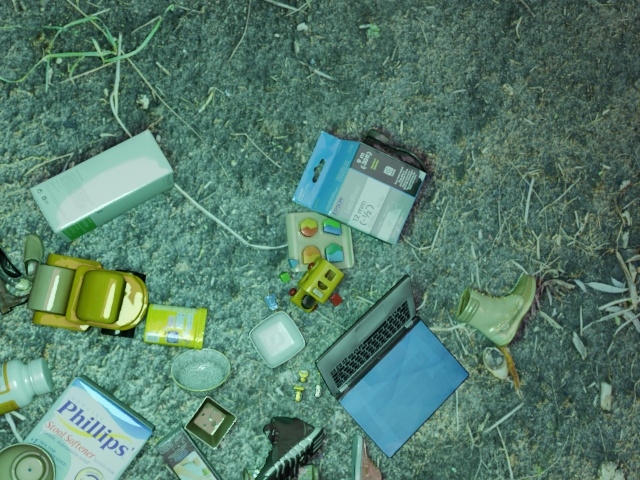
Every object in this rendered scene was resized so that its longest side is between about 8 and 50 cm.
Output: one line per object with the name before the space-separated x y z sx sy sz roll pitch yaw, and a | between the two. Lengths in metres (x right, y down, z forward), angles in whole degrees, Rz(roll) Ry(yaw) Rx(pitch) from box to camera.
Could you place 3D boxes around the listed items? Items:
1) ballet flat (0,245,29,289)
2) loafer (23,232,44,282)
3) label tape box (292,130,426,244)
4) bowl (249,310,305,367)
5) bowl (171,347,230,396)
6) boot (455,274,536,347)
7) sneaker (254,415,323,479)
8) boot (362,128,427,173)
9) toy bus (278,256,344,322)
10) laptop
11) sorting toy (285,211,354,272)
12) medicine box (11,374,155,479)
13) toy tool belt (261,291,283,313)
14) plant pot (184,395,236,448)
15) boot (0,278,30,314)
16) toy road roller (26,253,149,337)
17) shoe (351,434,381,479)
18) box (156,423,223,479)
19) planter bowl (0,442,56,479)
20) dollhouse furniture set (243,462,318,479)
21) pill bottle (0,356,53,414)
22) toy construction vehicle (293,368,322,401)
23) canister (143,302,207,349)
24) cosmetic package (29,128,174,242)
ballet flat | -0.903 0.075 1.831 0.173 0.057 0.049 46 111 2
loafer | -0.836 0.049 1.855 0.056 0.050 0.147 -8 82 -13
label tape box | 0.120 -0.166 1.996 0.348 0.115 0.249 24 90 -9
bowl | -0.135 0.302 1.951 0.142 0.053 0.142 -33 88 -14
bowl | -0.350 0.402 1.863 0.170 0.080 0.170 4 35 -3
boot | 0.576 0.191 2.093 0.204 0.095 0.261 31 80 -4
sneaker | -0.131 0.607 1.839 0.163 0.106 0.281 24 32 30
boot | 0.195 -0.217 2.099 0.263 0.091 0.229 32 81 0
toy bus | -0.017 0.150 1.955 0.191 0.104 0.202 -10 96 -16
laptop | 0.232 0.387 1.923 0.382 0.407 0.236 -42 57 -15
sorting toy | 0.000 0.000 2.037 0.209 0.038 0.192 -4 81 -12
medicine box | -0.651 0.563 1.754 0.264 0.149 0.289 37 76 -3
toy tool belt | -0.146 0.195 1.967 0.052 0.051 0.083 -30 88 -14
plant pot | -0.321 0.526 1.852 0.109 0.096 0.109 37 75 -4
boot | -0.900 0.142 1.837 0.106 0.037 0.114 -31 83 -17
toy road roller | -0.649 0.152 1.776 0.330 0.240 0.202 11 78 -9
shoe | 0.141 0.682 1.938 0.081 0.063 0.177 3 85 -12
box | -0.341 0.663 1.790 0.087 0.169 0.290 -36 87 -17
planter bowl | -0.741 0.586 1.599 0.162 0.109 0.161 2 80 -10
dollhouse furniture set | -0.109 0.771 1.819 0.212 0.161 0.241 0 80 -11
pill bottle | -0.875 0.407 1.742 0.246 0.136 0.136 -17 84 -14
toy construction vehicle | -0.038 0.449 1.959 0.086 0.035 0.098 5 77 1
canister | -0.429 0.254 1.886 0.170 0.073 0.126 8 71 -8
cosmetic package | -0.625 -0.157 1.860 0.366 0.197 0.155 -30 87 -13
